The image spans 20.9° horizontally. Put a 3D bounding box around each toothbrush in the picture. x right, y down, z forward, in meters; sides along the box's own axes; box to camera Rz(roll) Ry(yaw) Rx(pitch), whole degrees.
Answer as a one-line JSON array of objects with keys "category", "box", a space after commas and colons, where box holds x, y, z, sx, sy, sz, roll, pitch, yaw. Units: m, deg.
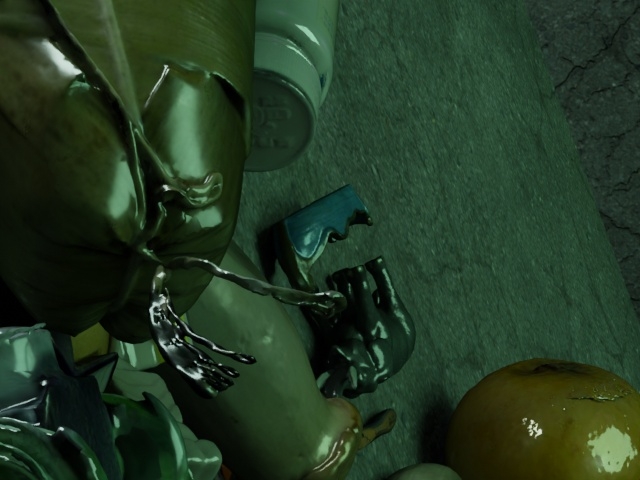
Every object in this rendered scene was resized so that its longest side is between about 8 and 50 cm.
[{"category": "toothbrush", "box": [0.041, 0.204, 1.780, 0.321, 0.031, 0.023, -16, 101, -77]}]

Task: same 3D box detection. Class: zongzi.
[{"category": "zongzi", "box": [-0.208, -0.095, 0.945, 0.418, 0.181, 0.447, 13, 47, -16]}]

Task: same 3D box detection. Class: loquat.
[{"category": "loquat", "box": [0.273, 0.257, 2.046, 0.263, 0.263, 0.263, 53, 28, -44]}]

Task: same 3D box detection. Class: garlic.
[{"category": "garlic", "box": [0.113, 0.301, 1.862, 0.198, 0.090, 0.128, -61, 146, -72]}]

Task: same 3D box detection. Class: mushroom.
[{"category": "mushroom", "box": [-0.106, 0.051, 1.370, 0.407, 0.137, 0.154, 59, -11, -29]}]

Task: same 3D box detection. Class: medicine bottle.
[{"category": "medicine bottle", "box": [-0.055, -0.195, 1.710, 0.258, 0.143, 0.143, -86, 151, -48]}]

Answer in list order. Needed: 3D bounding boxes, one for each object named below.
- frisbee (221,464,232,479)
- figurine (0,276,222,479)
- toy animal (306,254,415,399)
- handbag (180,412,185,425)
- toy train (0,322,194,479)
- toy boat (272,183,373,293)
[{"category": "frisbee", "box": [-0.040, 0.196, 1.586, 0.192, 0.035, 0.192, 51, 29, -44]}, {"category": "figurine", "box": [-0.189, 0.058, 1.090, 0.143, 0.308, 0.308, -71, 166, 15]}, {"category": "toy animal", "box": [0.033, 0.097, 1.789, 0.137, 0.082, 0.269, 69, 19, -9]}, {"category": "handbag", "box": [-0.106, 0.261, 1.297, 0.216, 0.074, 0.203, -61, 131, -64]}, {"category": "toy train", "box": [-0.179, 0.209, 0.879, 0.173, 0.249, 0.307, -11, 85, -75]}, {"category": "toy boat", "box": [0.000, 0.000, 1.793, 0.077, 0.075, 0.185, 63, 23, -2]}]
